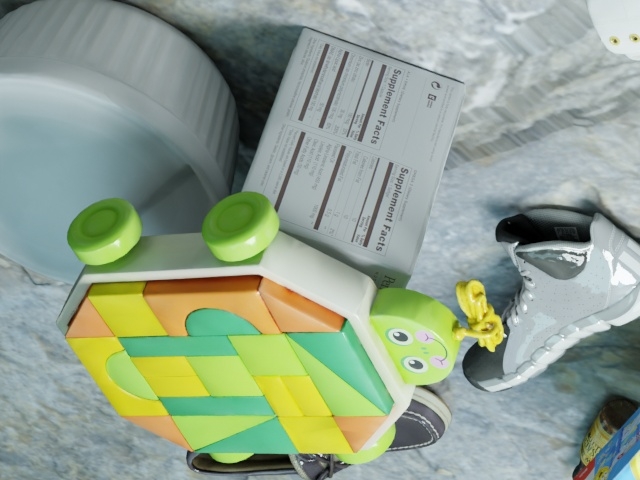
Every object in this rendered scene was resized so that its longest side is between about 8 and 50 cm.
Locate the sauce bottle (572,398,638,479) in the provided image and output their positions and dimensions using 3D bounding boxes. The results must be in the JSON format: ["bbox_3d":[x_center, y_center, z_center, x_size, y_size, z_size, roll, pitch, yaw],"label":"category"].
[{"bbox_3d":[0.272,0.200,1.894,0.042,0.042,0.128,17,142,2],"label":"sauce bottle"}]

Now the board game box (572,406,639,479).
[{"bbox_3d":[0.418,0.209,1.651,0.308,0.086,0.302,36,112,-5],"label":"board game box"}]

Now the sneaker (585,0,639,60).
[{"bbox_3d":[0.291,-0.147,1.347,0.292,0.108,0.169,55,141,0],"label":"sneaker"}]

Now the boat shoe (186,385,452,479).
[{"bbox_3d":[-0.006,0.197,1.968,0.285,0.092,0.103,-3,139,26],"label":"boat shoe"}]

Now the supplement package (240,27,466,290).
[{"bbox_3d":[0.000,0.000,1.618,0.145,0.204,0.262,19,143,-1],"label":"supplement package"}]

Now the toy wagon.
[{"bbox_3d":[-0.032,0.076,1.500,0.344,0.068,0.267,-2,137,28],"label":"toy wagon"}]

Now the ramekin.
[{"bbox_3d":[-0.191,-0.086,1.655,0.272,0.127,0.273,12,142,9],"label":"ramekin"}]

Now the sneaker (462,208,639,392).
[{"bbox_3d":[0.180,0.037,1.704,0.132,0.086,0.228,41,128,-20],"label":"sneaker"}]
